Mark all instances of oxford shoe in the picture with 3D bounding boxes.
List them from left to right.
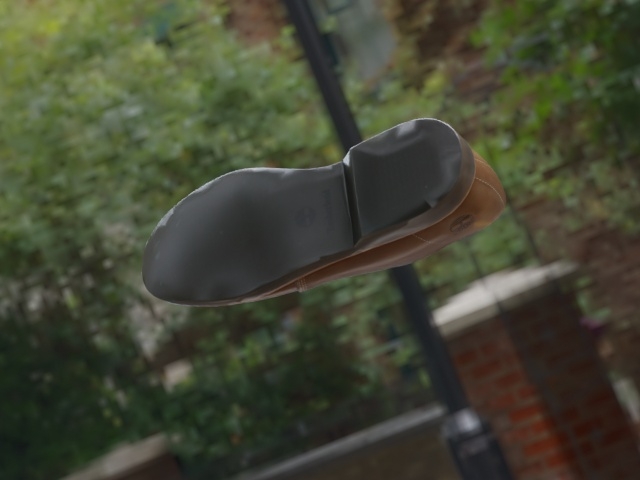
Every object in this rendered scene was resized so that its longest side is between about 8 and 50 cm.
[{"bbox_3d":[0.000,0.000,1.032,0.212,0.076,0.076,-14,-27,30],"label":"oxford shoe"}]
